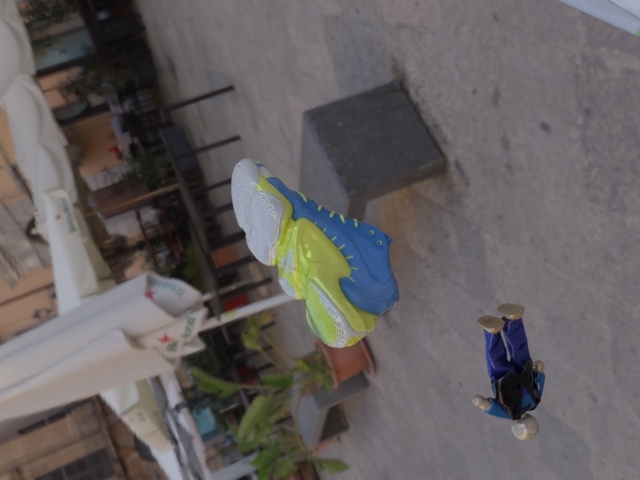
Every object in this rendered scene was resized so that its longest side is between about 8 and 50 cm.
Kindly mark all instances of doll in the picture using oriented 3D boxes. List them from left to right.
[{"bbox_3d":[0.253,0.184,1.006,0.046,0.129,0.189,13,125,58],"label":"doll"}]

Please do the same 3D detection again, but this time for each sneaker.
[{"bbox_3d":[0.000,0.000,0.841,0.240,0.126,0.091,59,149,13],"label":"sneaker"}]

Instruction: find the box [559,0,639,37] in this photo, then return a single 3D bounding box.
[{"bbox_3d":[0.188,-0.186,0.406,0.186,0.038,0.145,45,121,39],"label":"box"}]
